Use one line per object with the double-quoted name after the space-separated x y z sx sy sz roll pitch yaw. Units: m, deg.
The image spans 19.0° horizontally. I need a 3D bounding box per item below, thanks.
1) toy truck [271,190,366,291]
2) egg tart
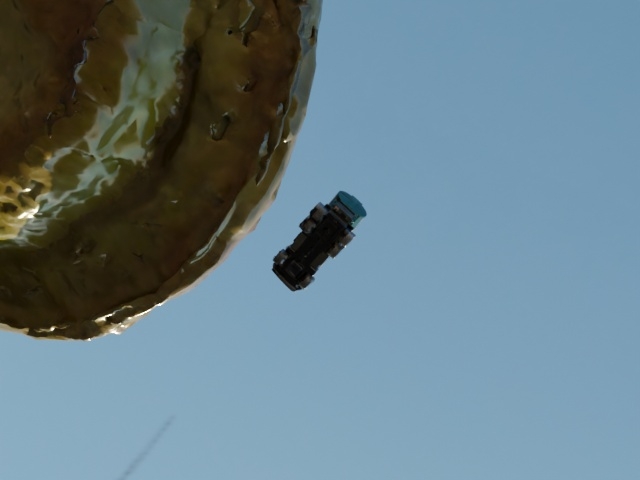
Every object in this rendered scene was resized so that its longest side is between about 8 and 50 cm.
0.000 0.000 1.515 0.039 0.044 0.083 43 -63 4 "toy truck"
-0.203 -0.147 1.292 0.443 0.178 0.443 -3 -95 32 "egg tart"
